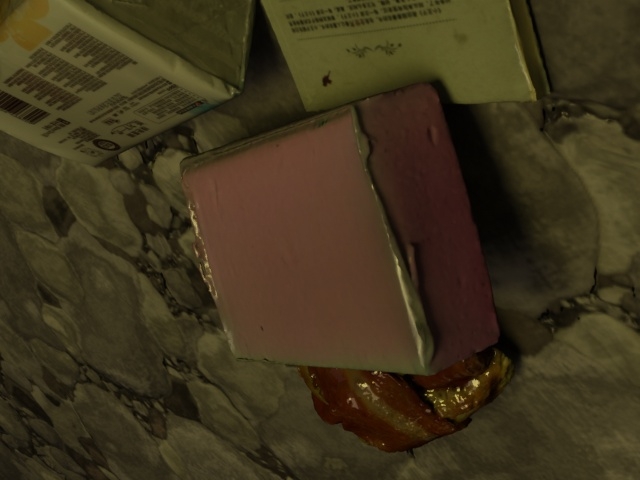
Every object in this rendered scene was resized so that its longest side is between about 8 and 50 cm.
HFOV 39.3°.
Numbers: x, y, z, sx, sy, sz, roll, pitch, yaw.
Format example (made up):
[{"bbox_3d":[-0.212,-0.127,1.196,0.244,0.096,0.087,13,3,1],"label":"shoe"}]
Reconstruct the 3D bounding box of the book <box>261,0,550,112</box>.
[{"bbox_3d":[0.016,-0.208,0.551,0.201,0.026,0.289,5,129,40],"label":"book"}]

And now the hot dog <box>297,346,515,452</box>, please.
[{"bbox_3d":[0.063,0.115,0.761,0.146,0.103,0.213,48,141,-3],"label":"hot dog"}]

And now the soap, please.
[{"bbox_3d":[0.001,-0.001,0.657,0.259,0.081,0.181,-10,99,56],"label":"soap"}]

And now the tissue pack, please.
[{"bbox_3d":[-0.174,-0.170,0.694,0.159,0.145,0.229,25,155,-34],"label":"tissue pack"}]
